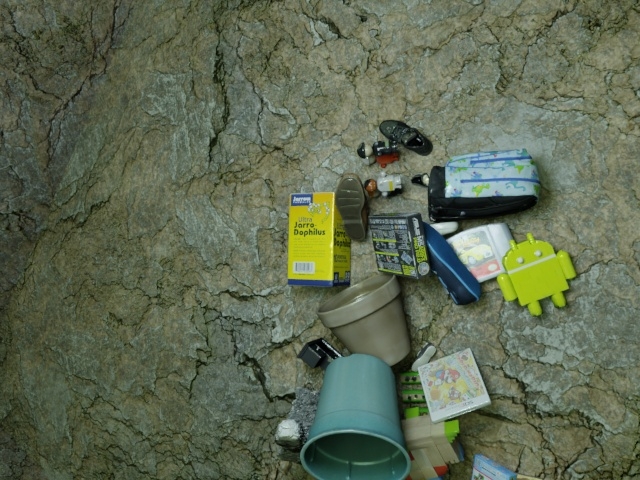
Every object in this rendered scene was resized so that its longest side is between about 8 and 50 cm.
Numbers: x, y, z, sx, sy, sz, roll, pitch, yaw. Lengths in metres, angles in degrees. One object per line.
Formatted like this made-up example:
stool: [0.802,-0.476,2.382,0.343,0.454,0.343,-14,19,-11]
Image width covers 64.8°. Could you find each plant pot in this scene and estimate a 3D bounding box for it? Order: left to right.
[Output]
plant pot: [0.122,0.584,1.673,0.341,0.334,0.341,3,126,4]
plant pot: [0.190,0.309,1.851,0.323,0.323,0.280,-26,94,20]

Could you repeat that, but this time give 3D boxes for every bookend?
bookend: [0.013,0.465,1.973,0.156,0.157,0.072,38,102,21]

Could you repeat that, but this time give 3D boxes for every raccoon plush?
raccoon plush: [-0.036,0.631,1.848,0.216,0.446,0.299,7,54,1]

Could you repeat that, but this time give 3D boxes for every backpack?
backpack: [0.559,-0.182,1.715,0.355,0.290,0.273,9,76,17]

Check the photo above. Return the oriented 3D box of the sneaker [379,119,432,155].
sneaker: [0.311,-0.404,1.907,0.227,0.130,0.087,38,100,23]

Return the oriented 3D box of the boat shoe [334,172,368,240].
boat shoe: [0.121,-0.142,1.896,0.111,0.307,0.104,6,47,13]

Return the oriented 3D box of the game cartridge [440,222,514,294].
game cartridge: [0.554,0.057,1.818,0.294,0.060,0.196,-24,74,20]

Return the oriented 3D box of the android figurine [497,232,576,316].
android figurine: [0.724,0.111,1.704,0.248,0.056,0.273,-20,91,7]

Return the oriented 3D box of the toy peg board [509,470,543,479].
toy peg board: [0.665,0.883,1.709,0.160,0.079,0.161,3,88,23]

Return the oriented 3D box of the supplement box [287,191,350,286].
supplement box: [0.000,0.000,1.983,0.195,0.194,0.356,0,87,24]

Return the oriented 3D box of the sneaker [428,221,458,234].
sneaker: [0.382,0.005,1.876,0.290,0.106,0.123,-16,87,32]

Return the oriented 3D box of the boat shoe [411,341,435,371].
boat shoe: [0.380,0.434,1.880,0.046,0.038,0.125,26,107,-19]

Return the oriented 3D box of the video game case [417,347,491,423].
video game case: [0.460,0.503,1.760,0.206,0.026,0.227,-25,35,14]

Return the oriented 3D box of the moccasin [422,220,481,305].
moccasin: [0.412,0.092,1.755,0.117,0.138,0.342,-39,85,39]

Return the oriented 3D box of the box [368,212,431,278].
box: [0.272,0.013,1.772,0.060,0.270,0.216,-15,97,-22]

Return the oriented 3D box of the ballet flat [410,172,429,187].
ballet flat: [0.373,-0.215,1.852,0.049,0.173,0.057,-22,97,1]

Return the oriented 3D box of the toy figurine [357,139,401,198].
toy figurine: [0.222,-0.264,1.892,0.148,0.213,0.209,-5,88,9]

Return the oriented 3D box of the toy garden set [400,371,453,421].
toy garden set: [0.402,0.609,1.854,0.204,0.049,0.244,-8,84,23]

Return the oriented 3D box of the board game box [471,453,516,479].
board game box: [0.583,0.869,1.722,0.160,0.039,0.211,8,90,62]

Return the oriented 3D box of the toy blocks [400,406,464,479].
toy blocks: [0.350,0.762,1.788,0.381,0.191,0.261,-21,111,21]
